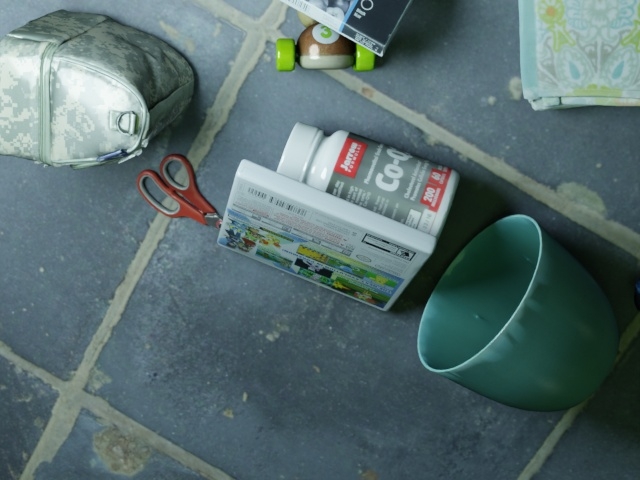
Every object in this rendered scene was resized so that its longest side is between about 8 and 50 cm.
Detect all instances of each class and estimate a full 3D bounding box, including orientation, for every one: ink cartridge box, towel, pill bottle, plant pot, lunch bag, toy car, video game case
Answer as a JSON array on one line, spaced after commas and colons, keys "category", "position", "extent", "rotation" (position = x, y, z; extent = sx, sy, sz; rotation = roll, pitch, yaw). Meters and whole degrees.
[{"category": "ink cartridge box", "position": [0.054, -0.421, 1.792], "extent": [0.206, 0.045, 0.208], "rotation": [28, 71, -1]}, {"category": "towel", "position": [0.459, -0.379, 1.754], "extent": [0.320, 0.090, 0.375], "rotation": [2, 113, 19]}, {"category": "pill bottle", "position": [0.072, -0.086, 1.908], "extent": [0.283, 0.161, 0.161], "rotation": [20, 112, 2]}, {"category": "plant pot", "position": [0.340, 0.143, 1.887], "extent": [0.235, 0.293, 0.293], "rotation": [34, 112, -19]}, {"category": "lunch bag", "position": [-0.357, -0.236, 1.856], "extent": [0.255, 0.305, 0.213], "rotation": [9, 111, 8]}, {"category": "toy car", "position": [0.006, -0.364, 1.842], "extent": [0.155, 0.149, 0.189], "rotation": [-1, 98, -2]}, {"category": "video game case", "position": [0.000, 0.000, 1.906], "extent": [0.328, 0.036, 0.300], "rotation": [22, 156, -2]}]

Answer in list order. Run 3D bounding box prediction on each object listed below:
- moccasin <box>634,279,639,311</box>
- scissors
[{"category": "moccasin", "position": [0.686, 0.127, 1.889], "extent": [0.341, 0.138, 0.117], "rotation": [5, 115, 9]}, {"category": "scissors", "position": [-0.196, -0.032, 2.054], "extent": [0.297, 0.021, 0.109], "rotation": [44, 108, -8]}]
